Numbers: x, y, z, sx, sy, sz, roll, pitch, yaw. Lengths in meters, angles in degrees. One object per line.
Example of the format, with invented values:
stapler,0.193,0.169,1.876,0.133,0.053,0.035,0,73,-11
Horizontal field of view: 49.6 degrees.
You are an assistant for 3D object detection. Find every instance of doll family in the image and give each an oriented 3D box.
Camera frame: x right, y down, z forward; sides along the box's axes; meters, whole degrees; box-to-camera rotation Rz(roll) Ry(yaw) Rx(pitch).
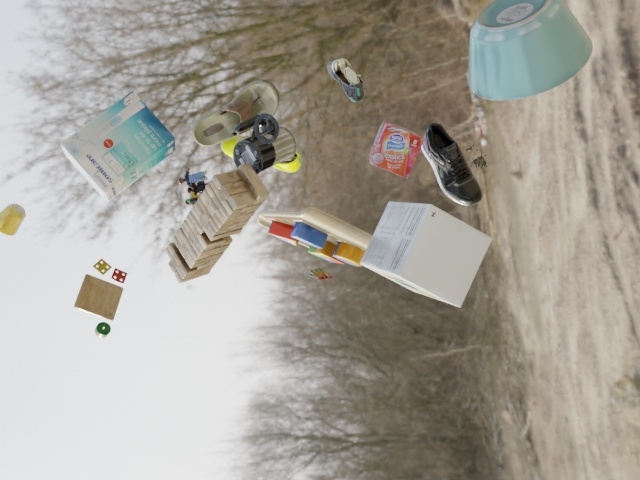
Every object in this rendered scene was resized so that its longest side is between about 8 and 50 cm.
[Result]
doll family,-0.486,-0.187,2.701,0.076,0.111,0.193,69,-172,-81

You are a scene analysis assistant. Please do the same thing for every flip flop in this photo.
flip flop,-0.230,-0.331,1.863,0.112,0.277,0.080,59,-163,-22

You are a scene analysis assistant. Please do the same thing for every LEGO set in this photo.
LEGO set,0.455,-0.237,2.004,0.023,0.054,0.083,-8,-99,-73

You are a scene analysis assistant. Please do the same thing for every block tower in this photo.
block tower,-0.245,-0.033,1.569,0.097,0.335,0.091,-19,-111,-46

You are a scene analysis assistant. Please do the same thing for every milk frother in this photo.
milk frother,-0.109,-0.227,1.560,0.134,0.143,0.129,-34,-68,-49

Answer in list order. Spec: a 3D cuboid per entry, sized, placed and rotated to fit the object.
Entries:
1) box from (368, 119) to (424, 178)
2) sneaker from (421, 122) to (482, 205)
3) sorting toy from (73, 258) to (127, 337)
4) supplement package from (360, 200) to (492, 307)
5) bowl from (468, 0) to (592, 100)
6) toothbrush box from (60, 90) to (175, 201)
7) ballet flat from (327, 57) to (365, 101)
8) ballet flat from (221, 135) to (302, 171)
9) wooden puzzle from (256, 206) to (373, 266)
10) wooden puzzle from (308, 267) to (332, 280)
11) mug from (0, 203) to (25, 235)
box,0.223,-0.277,2.075,0.257,0.122,0.128,-75,7,-78
sneaker,0.402,-0.236,2.140,0.283,0.107,0.124,57,173,17
sorting toy,-0.731,0.188,2.282,0.046,0.132,0.275,-45,29,42
supplement package,0.269,0.030,1.820,0.198,0.199,0.262,-64,18,-4
bowl,0.495,-0.504,1.714,0.312,0.311,0.163,-86,-28,-50
toothbrush box,-0.656,-0.306,2.268,0.216,0.295,0.126,49,164,2
ballet flat,0.075,-0.492,2.039,0.074,0.074,0.203,70,173,-53
ballet flat,-0.161,-0.250,1.919,0.077,0.230,0.077,109,177,-75
wooden puzzle,0.000,0.000,2.086,0.347,0.322,0.081,-3,64,61
wooden puzzle,-0.002,0.103,2.092,0.083,0.049,0.006,-8,-49,-51
mug,-0.742,-0.050,1.665,0.062,0.064,0.078,31,-159,-41
